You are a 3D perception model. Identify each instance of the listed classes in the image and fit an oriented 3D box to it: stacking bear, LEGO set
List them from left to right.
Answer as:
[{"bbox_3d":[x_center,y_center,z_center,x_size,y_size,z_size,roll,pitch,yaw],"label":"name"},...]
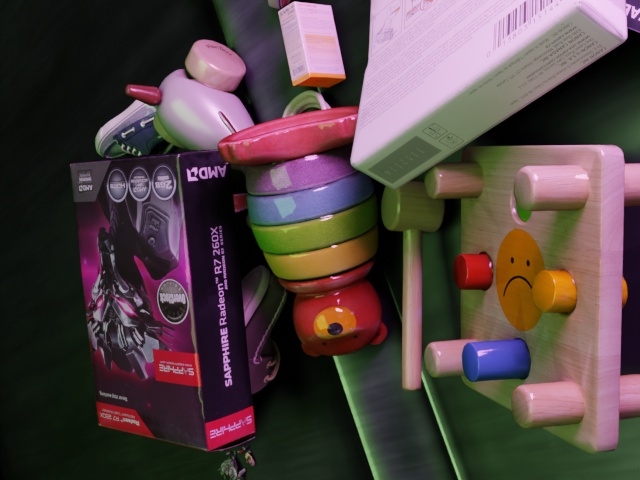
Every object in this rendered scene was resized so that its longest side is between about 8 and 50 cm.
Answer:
[{"bbox_3d":[-0.130,0.336,1.352,0.054,0.023,0.083,49,127,32],"label":"LEGO set"},{"bbox_3d":[0.000,0.000,1.073,0.164,0.175,0.289,-101,-2,-77],"label":"stacking bear"}]

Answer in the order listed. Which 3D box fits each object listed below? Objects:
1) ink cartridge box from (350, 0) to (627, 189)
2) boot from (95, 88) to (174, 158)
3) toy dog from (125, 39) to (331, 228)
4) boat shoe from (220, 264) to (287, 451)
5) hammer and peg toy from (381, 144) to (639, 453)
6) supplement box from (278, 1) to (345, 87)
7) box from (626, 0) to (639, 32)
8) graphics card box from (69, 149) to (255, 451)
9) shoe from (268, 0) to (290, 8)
[{"bbox_3d":[0.152,-0.223,0.873,0.296,0.066,0.261,-32,40,47],"label":"ink cartridge box"},{"bbox_3d":[-0.293,-0.156,1.439,0.190,0.069,0.086,-33,67,42],"label":"boot"},{"bbox_3d":[-0.147,-0.133,1.217,0.333,0.161,0.220,35,119,40],"label":"toy dog"},{"bbox_3d":[-0.114,0.173,1.265,0.324,0.096,0.116,-60,13,28],"label":"boat shoe"},{"bbox_3d":[0.180,0.040,0.891,0.361,0.127,0.266,-165,73,-72],"label":"hammer and peg toy"},{"bbox_3d":[-0.011,-0.243,1.131,0.036,0.062,0.098,-18,80,48],"label":"supplement box"},{"bbox_3d":[0.275,-0.294,0.823,0.220,0.051,0.175,39,121,38],"label":"box"},{"bbox_3d":[-0.207,0.072,1.177,0.232,0.094,0.371,1,97,42],"label":"graphics card box"},{"bbox_3d":[-0.016,-0.346,1.125,0.178,0.081,0.063,110,172,-62],"label":"shoe"}]
